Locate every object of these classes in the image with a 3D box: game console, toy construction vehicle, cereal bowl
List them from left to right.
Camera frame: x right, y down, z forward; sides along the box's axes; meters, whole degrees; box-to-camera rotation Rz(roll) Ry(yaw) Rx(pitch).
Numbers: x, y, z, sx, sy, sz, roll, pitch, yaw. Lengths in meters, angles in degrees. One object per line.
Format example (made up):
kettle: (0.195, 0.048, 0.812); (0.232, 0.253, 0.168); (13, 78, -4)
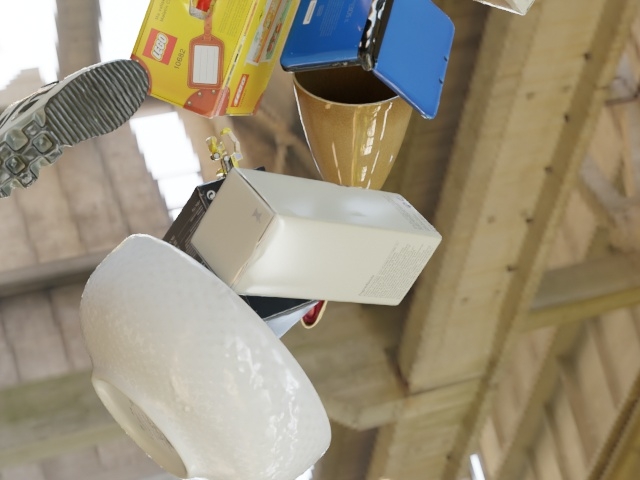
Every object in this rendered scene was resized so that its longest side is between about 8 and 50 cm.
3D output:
cereal bowl: (-0.155, 0.163, 1.488); (0.339, 0.141, 0.339); (39, -24, 21)
toy construction vehicle: (-0.147, -0.124, 2.088); (0.086, 0.035, 0.098); (155, -81, -70)
game console: (0.091, -0.360, 2.415); (0.293, 0.250, 0.173); (-74, 152, -43)

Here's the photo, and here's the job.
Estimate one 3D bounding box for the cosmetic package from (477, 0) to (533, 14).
cosmetic package: (0.241, -0.353, 1.798); (0.115, 0.060, 0.041); (29, -9, 41)

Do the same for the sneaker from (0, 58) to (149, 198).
sneaker: (-0.446, -0.214, 2.207); (0.146, 0.330, 0.122); (47, -13, 53)

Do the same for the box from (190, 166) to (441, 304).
box: (0.000, 0.000, 1.474); (0.094, 0.275, 0.113); (49, -64, 36)

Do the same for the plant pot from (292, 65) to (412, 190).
plant pot: (0.064, -0.216, 2.514); (0.237, 0.237, 0.254); (-123, -154, -47)

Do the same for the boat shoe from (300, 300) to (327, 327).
boat shoe: (-0.005, 0.078, 2.356); (0.059, 0.063, 0.170); (-90, -172, -73)

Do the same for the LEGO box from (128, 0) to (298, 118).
LEGO box: (-0.160, -0.495, 2.505); (0.372, 0.193, 0.500); (-31, 142, -80)

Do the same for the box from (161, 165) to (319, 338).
box: (-0.113, 0.046, 1.683); (0.184, 0.103, 0.261); (67, -26, 12)
